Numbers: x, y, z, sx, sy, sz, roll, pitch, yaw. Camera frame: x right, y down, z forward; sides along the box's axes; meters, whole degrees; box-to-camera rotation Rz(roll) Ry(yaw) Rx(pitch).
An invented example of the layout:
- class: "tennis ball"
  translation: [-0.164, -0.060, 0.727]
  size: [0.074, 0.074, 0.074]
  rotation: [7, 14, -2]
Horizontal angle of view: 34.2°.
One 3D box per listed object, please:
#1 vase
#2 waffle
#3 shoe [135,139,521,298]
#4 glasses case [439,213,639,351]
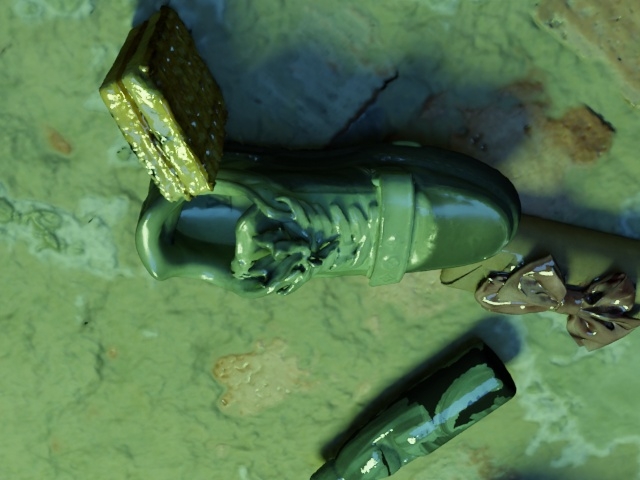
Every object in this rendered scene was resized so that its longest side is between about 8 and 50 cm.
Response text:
- class: "vase"
  translation: [0.075, 0.171, 0.936]
  size: [0.211, 0.060, 0.060]
  rotation: [-36, 113, 14]
- class: "waffle"
  translation: [-0.107, -0.098, 0.740]
  size: [0.042, 0.148, 0.102]
  rotation: [-22, 117, 11]
- class: "shoe"
  translation: [0.000, -0.002, 0.771]
  size: [0.293, 0.149, 0.109]
  rotation: [5, 119, 9]
- class: "glasses case"
  translation: [0.197, 0.043, 0.873]
  size: [0.194, 0.070, 0.102]
  rotation: [13, 117, -9]
